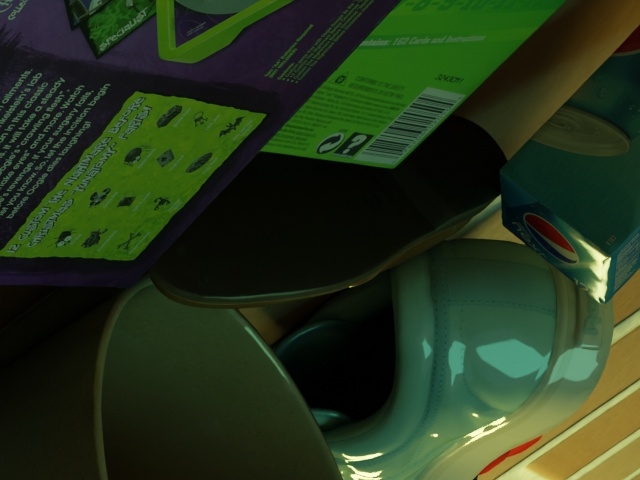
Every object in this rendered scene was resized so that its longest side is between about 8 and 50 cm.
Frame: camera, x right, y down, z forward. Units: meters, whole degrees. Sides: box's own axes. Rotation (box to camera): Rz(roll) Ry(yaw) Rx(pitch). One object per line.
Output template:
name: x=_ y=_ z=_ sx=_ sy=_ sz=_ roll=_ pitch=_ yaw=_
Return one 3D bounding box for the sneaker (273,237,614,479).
sneaker: x=0.023 y=0.096 z=0.911 sx=0.150 sy=0.135 sz=0.366 roll=12 pitch=143 yaw=-19

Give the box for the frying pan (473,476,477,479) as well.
frying pan: x=0.009 y=0.297 z=1.280 sx=0.326 sy=0.053 sz=0.197 roll=-29 pitch=156 yaw=-17

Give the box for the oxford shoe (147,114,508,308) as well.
oxford shoe: x=0.000 y=0.000 z=0.716 sx=0.212 sy=0.076 sz=0.076 roll=-15 pitch=156 yaw=-39

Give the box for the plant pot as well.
plant pot: x=-0.145 y=0.184 z=0.721 sx=0.274 sy=0.257 sz=0.256 roll=-24 pitch=160 yaw=19

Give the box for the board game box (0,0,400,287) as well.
board game box: x=-0.040 y=-0.108 z=0.487 sx=0.347 sy=0.056 sz=0.208 roll=-44 pitch=158 yaw=25

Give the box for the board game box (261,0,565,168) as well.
board game box: x=0.077 y=-0.127 z=0.609 sx=0.259 sy=0.039 sz=0.124 roll=-42 pitch=156 yaw=26

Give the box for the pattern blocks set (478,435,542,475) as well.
pattern blocks set: x=0.038 y=0.220 z=1.251 sx=0.285 sy=0.026 sz=0.325 roll=-40 pitch=156 yaw=17

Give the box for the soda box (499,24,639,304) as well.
soda box: x=0.183 y=-0.072 z=0.739 sx=0.210 sy=0.071 sz=0.067 roll=-45 pitch=158 yaw=-12
